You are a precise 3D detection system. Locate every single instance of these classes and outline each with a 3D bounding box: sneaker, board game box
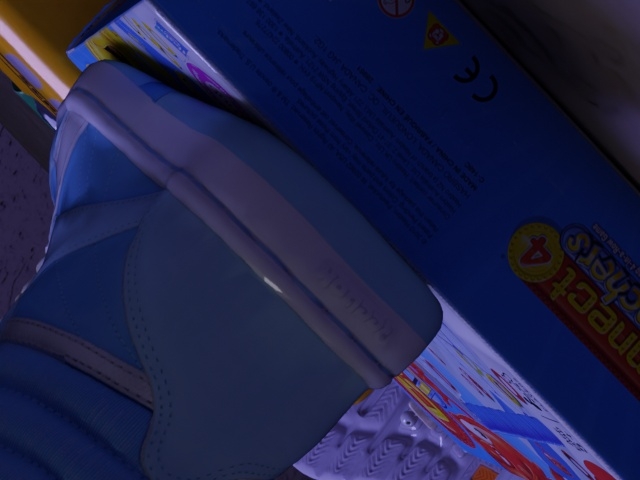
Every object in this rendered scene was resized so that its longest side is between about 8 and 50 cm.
[{"bbox_3d":[-0.099,0.044,0.746,0.127,0.208,0.319,45,173,-19],"label":"sneaker"},{"bbox_3d":[0.037,-0.015,0.840,0.308,0.086,0.302,45,172,-10],"label":"board game box"},{"bbox_3d":[0.095,0.176,1.368,0.321,0.124,0.180,33,172,46],"label":"sneaker"}]

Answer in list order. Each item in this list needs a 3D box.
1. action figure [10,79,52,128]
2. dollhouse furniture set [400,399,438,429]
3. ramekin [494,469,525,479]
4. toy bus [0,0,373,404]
[{"bbox_3d":[-0.187,-0.073,1.770,0.137,0.063,0.232,33,163,47],"label":"action figure"},{"bbox_3d":[0.111,0.115,1.175,0.114,0.081,0.091,48,172,-26],"label":"dollhouse furniture set"},{"bbox_3d":[0.191,0.204,1.007,0.273,0.127,0.273,47,175,5],"label":"ramekin"},{"bbox_3d":[-0.056,-0.052,1.046,0.332,0.108,0.130,46,170,-13],"label":"toy bus"}]
